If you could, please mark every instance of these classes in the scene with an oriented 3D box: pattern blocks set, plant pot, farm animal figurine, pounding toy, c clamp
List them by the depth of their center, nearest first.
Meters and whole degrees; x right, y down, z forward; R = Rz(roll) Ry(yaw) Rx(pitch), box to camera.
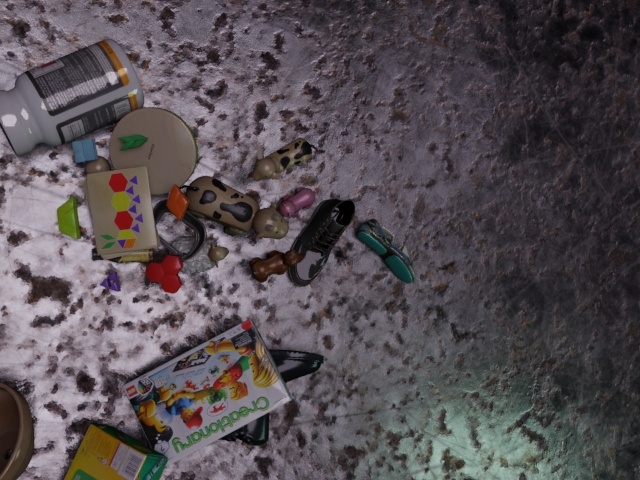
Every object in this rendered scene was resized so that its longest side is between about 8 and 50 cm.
[{"bbox_3d":[-0.638,0.403,1.487,0.237,0.237,0.110,-55,144,-13],"label":"plant pot"},{"bbox_3d":[-0.407,-0.055,1.585,0.285,0.026,0.325,2,96,10],"label":"pattern blocks set"},{"bbox_3d":[-0.315,-0.011,1.602,0.160,0.022,0.137,31,97,17],"label":"c clamp"},{"bbox_3d":[-0.363,-0.179,1.644,0.237,0.110,0.183,-41,100,12],"label":"pounding toy"},{"bbox_3d":[-0.148,-0.077,1.671,0.326,0.172,0.330,7,85,-18],"label":"farm animal figurine"}]

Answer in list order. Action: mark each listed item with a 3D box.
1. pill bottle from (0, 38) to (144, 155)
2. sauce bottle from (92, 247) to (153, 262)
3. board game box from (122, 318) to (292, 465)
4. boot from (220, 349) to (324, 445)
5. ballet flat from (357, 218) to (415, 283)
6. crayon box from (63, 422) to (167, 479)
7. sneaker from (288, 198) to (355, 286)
[{"bbox_3d":[-0.514,-0.287,1.560,0.278,0.162,0.162,-28,96,-18],"label":"pill bottle"},{"bbox_3d":[-0.421,0.028,1.642,0.128,0.042,0.042,-1,88,-10],"label":"sauce bottle"},{"bbox_3d":[-0.237,0.321,1.622,0.305,0.053,0.193,-28,82,-3],"label":"board game box"},{"bbox_3d":[-0.118,0.344,1.700,0.246,0.094,0.207,3,83,-12],"label":"boot"},{"bbox_3d":[0.171,0.020,1.836,0.188,0.070,0.070,46,75,-15],"label":"ballet flat"},{"bbox_3d":[-0.443,0.531,1.542,0.081,0.165,0.278,40,71,-58],"label":"crayon box"},{"bbox_3d":[0.000,0.000,1.746,0.083,0.118,0.222,26,79,-16],"label":"sneaker"}]
